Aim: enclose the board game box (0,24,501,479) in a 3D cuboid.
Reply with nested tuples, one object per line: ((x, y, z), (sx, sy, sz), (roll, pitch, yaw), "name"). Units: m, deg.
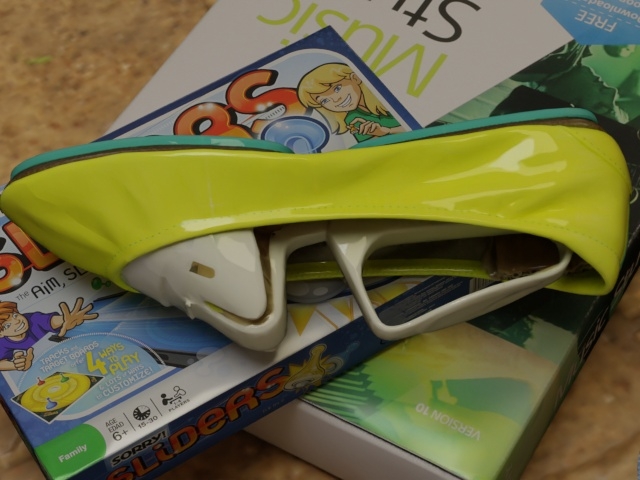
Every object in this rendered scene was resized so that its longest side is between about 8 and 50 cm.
((-0.043, 0.006, 0.637), (0.201, 0.035, 0.136), (-29, 57, -17), "board game box")

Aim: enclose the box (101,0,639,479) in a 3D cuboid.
((0.043, -0.047, 0.727), (0.232, 0.058, 0.322), (24, 59, 19), "box")

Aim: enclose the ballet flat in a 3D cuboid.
((0.000, 0.000, 0.576), (0.231, 0.077, 0.077), (-5, 70, -2), "ballet flat")

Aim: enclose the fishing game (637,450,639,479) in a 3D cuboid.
((0.192, 0.077, 0.501), (0.189, 0.041, 0.264), (15, 57, 18), "fishing game")
